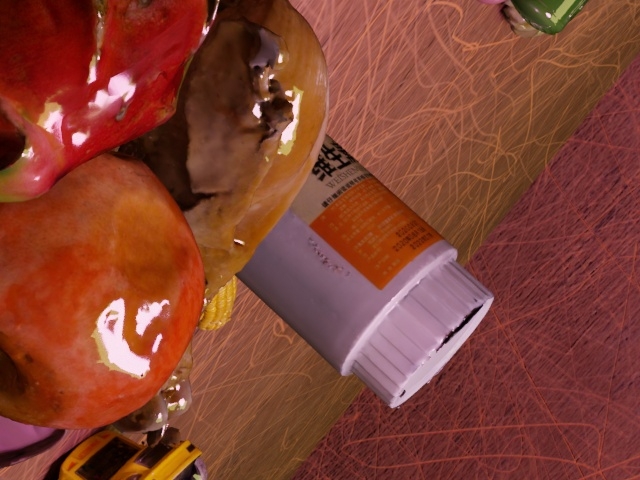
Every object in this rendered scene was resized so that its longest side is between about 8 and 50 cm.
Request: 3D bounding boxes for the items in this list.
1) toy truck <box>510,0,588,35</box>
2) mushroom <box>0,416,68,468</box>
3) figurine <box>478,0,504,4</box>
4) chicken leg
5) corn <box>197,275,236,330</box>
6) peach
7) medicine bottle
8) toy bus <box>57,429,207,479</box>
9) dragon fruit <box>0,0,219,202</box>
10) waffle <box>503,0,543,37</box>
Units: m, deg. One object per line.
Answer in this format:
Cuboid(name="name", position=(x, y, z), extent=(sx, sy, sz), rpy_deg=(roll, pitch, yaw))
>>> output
Cuboid(name="toy truck", position=(0.309, -0.365, 1.685), extent=(0.242, 0.125, 0.101), rpy_deg=(-50, 166, 6))
Cuboid(name="mushroom", position=(-0.280, 0.116, 1.193), extent=(0.188, 0.141, 0.117), rpy_deg=(-27, -157, 21))
Cuboid(name="figurine", position=(0.194, -0.302, 1.622), extent=(0.067, 0.071, 0.083), rpy_deg=(-3, 147, -6))
Cuboid(name="chicken leg", position=(-0.106, -0.008, 1.157), extent=(0.153, 0.201, 0.429), rpy_deg=(-2, 121, -43))
Cuboid(name="corn", position=(-0.128, 0.055, 1.627), extent=(0.067, 0.067, 0.206), rpy_deg=(-44, 168, -15))
Cuboid(name="peach", position=(-0.204, 0.019, 1.008), extent=(0.214, 0.214, 0.235), rpy_deg=(-47, 134, -4))
Cuboid(name="medicine bottle", position=(0.000, 0.000, 1.317), extent=(0.158, 0.318, 0.158), rpy_deg=(-44, 166, -14))
Cuboid(name="toy bus", position=(-0.286, 0.360, 1.834), extent=(0.330, 0.152, 0.144), rpy_deg=(-54, 172, 33))
Cuboid(name="dragon fruit", position=(-0.151, -0.142, 0.769), extent=(0.200, 0.198, 0.269), rpy_deg=(16, 118, -47))
Cuboid(name="waffle", position=(0.351, -0.392, 1.901), extent=(0.292, 0.056, 0.309), rpy_deg=(-50, 166, 12))
